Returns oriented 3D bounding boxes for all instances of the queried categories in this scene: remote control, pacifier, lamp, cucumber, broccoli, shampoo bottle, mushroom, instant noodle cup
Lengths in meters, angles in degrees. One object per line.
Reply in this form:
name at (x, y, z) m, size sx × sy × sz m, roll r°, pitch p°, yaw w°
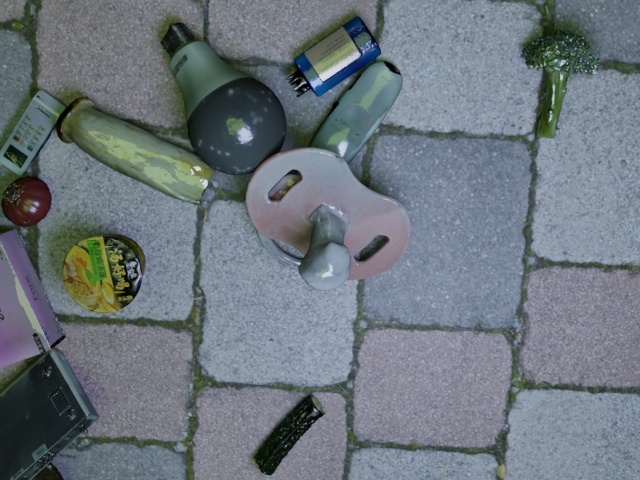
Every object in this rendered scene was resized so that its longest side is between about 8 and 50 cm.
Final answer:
remote control at (-0.561, -0.208, 1.397) m, size 0.065 × 0.029 × 0.166 m, roll 36°, pitch 103°, yaw -7°
pacifier at (0.013, -0.028, 1.328) m, size 0.332 × 0.273 × 0.220 m, roll 35°, pitch 87°, yaw -21°
lamp at (-0.204, -0.252, 1.337) m, size 0.314 × 0.182 × 0.182 m, roll 39°, pitch 98°, yaw 14°
cucumber at (-0.065, 0.403, 1.492) m, size 0.058 × 0.058 × 0.187 m, roll 39°, pitch 97°, yaw -6°
broccoli at (0.442, -0.292, 1.355) m, size 0.122 × 0.118 × 0.204 m, roll -10°, pitch 115°, yaw -20°
remote control at (0.064, -0.234, 1.386) m, size 0.097 × 0.045 × 0.256 m, roll 34°, pitch 96°, yaw -6°
shampoo bottle at (0.019, -0.341, 1.364) m, size 0.183 × 0.050 × 0.087 m, roll -33°, pitch 101°, yaw 5°
mushroom at (-0.355, -0.169, 1.379) m, size 0.312 × 0.081 × 0.100 m, roll 28°, pitch 105°, yaw -6°
lamp at (-0.570, -0.077, 1.390) m, size 0.101 × 0.090 × 0.101 m, roll -6°, pitch 72°, yaw 21°
instant noodle cup at (-0.409, 0.056, 1.397) m, size 0.151 × 0.122 × 0.152 m, roll 0°, pitch 98°, yaw 1°

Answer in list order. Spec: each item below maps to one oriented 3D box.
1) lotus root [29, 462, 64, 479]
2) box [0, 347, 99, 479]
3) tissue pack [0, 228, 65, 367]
lotus root at (-0.633, 0.562, 1.478) m, size 0.267 × 0.149 × 0.260 m, roll 38°, pitch 92°, yaw 17°
box at (-0.587, 0.371, 1.424) m, size 0.270 × 0.045 × 0.211 m, roll -41°, pitch 61°, yaw 0°
tissue pack at (-0.635, 0.121, 1.422) m, size 0.148 × 0.092 × 0.246 m, roll -20°, pitch 100°, yaw 5°
